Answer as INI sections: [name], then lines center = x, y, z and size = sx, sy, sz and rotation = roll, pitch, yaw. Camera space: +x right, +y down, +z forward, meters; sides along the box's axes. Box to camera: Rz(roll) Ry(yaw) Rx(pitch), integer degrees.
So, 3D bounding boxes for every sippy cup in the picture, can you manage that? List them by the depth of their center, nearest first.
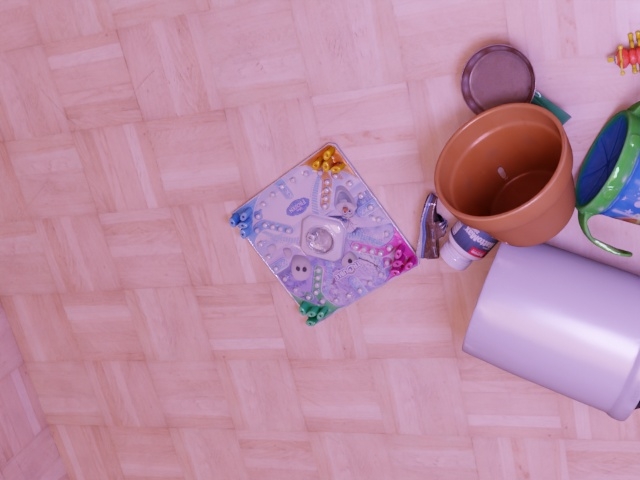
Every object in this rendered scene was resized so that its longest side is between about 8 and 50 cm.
[sippy cup]
center = 0.693, -0.128, 1.760
size = 0.224, 0.240, 0.305
rotation = 22, 135, -1

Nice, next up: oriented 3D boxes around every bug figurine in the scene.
[bug figurine]
center = 0.675, -0.477, 1.681
size = 0.216, 0.072, 0.279
rotation = -9, 109, 25

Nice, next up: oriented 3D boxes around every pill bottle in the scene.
[pill bottle]
center = 0.372, -0.015, 1.998
size = 0.108, 0.108, 0.180
rotation = 38, 122, 2

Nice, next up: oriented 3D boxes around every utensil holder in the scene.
[utensil holder]
center = 0.556, 0.183, 1.894
size = 0.385, 0.327, 0.328
rotation = 22, 120, 15

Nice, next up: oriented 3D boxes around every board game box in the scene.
[board game box]
center = 0.000, 0.000, 2.190
size = 0.390, 0.050, 0.390
rotation = -33, 98, 30

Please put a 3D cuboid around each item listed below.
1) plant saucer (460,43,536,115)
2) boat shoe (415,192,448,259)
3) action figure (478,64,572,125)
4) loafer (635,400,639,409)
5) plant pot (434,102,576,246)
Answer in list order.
[plant saucer]
center = 0.392, -0.345, 1.824
size = 0.168, 0.029, 0.169
rotation = 8, 107, 26
[boat shoe]
center = 0.281, -0.034, 2.057
size = 0.066, 0.066, 0.183
rotation = 12, 127, 12
[action figure]
center = 0.435, -0.318, 1.858
size = 0.232, 0.063, 0.137
rotation = 48, 123, 4
[loafer]
center = 0.689, 0.371, 2.073
size = 0.220, 0.080, 0.078
rotation = 23, 130, 17
[plant pot]
center = 0.419, -0.118, 1.781
size = 0.290, 0.291, 0.203
rotation = -19, 140, 28
